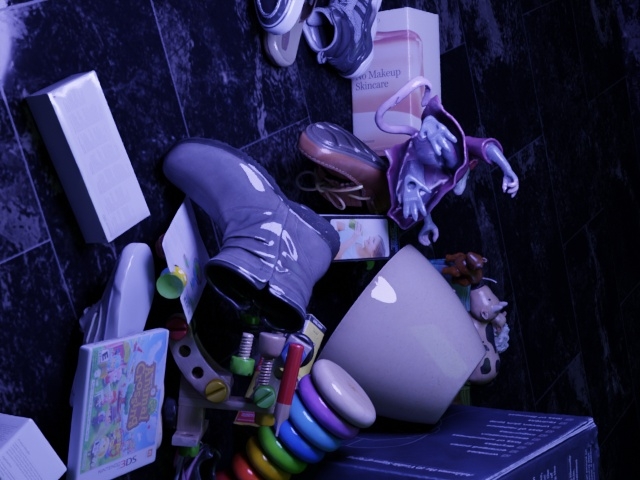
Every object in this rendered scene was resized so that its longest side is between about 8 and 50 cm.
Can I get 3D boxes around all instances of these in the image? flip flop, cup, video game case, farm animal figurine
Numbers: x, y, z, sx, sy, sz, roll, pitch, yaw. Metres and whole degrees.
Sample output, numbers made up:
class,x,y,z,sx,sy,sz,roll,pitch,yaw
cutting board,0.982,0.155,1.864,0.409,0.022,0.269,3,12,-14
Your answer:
class,x,y,z,sx,sy,sz,roll,pitch,yaw
flip flop,-0.046,-0.460,1.917,0.112,0.080,0.277,22,72,-50
cup,0.168,0.209,1.926,0.331,0.237,0.331,-50,167,-16
video game case,-0.293,0.244,1.495,0.193,0.023,0.212,-7,106,-64
farm animal figurine,0.319,0.189,2.243,0.330,0.172,0.326,-45,125,-41

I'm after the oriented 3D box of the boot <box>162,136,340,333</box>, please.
class,x,y,z,sx,sy,sz,roll,pitch,yaw
boot,-0.134,-0.016,1.615,0.338,0.118,0.222,31,40,0

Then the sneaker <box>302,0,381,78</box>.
class,x,y,z,sx,sy,sz,roll,pitch,yaw
sneaker,0.042,-0.462,2.012,0.153,0.101,0.268,6,87,-55

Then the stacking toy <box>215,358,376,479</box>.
class,x,y,z,sx,sy,sz,roll,pitch,yaw
stacking toy,-0.066,0.357,1.731,0.330,0.141,0.141,-44,136,8

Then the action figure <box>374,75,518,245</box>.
class,x,y,z,sx,sy,sz,roll,pitch,yaw
action figure,0.215,-0.147,1.982,0.275,0.248,0.370,57,21,2

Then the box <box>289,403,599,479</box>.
class,x,y,z,sx,sy,sz,roll,pitch,yaw
box,0.201,0.494,1.893,0.472,0.480,0.297,-5,94,-52

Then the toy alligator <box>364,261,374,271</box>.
class,x,y,z,sx,sy,sz,roll,pitch,yaw
toy alligator,0.118,-0.015,2.150,0.051,0.056,0.189,31,57,-2

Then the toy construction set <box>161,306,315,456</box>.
class,x,y,z,sx,sy,sz,roll,pitch,yaw
toy construction set,-0.133,0.248,1.628,0.257,0.309,0.237,12,91,-25

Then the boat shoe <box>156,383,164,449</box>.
class,x,y,z,sx,sy,sz,roll,pitch,yaw
boat shoe,-0.285,0.255,1.606,0.059,0.063,0.170,-13,100,-58

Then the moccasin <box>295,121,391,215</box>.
class,x,y,z,sx,sy,sz,roll,pitch,yaw
moccasin,0.047,-0.122,1.964,0.147,0.139,0.380,-48,161,6

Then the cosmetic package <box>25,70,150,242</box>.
class,x,y,z,sx,sy,sz,roll,pitch,yaw
cosmetic package,-0.347,-0.123,1.535,0.099,0.060,0.239,-41,121,-47

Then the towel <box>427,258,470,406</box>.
class,x,y,z,sx,sy,sz,roll,pitch,yaw
towel,0.277,0.225,2.359,0.271,0.040,0.370,-2,91,-52

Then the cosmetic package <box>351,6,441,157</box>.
class,x,y,z,sx,sy,sz,roll,pitch,yaw
cosmetic package,0.156,-0.319,2.121,0.129,0.153,0.296,-3,91,-54

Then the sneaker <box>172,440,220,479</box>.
class,x,y,z,sx,sy,sz,roll,pitch,yaw
sneaker,-0.211,0.417,1.688,0.072,0.077,0.178,20,74,-49

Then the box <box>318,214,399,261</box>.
class,x,y,z,sx,sy,sz,roll,pitch,yaw
box,0.000,0.000,1.900,0.290,0.169,0.087,-1,88,-51

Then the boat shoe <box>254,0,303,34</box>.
class,x,y,z,sx,sy,sz,roll,pitch,yaw
boat shoe,-0.094,-0.521,1.836,0.102,0.108,0.301,12,78,-52

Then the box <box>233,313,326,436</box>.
class,x,y,z,sx,sy,sz,roll,pitch,yaw
box,-0.072,0.246,1.867,0.058,0.087,0.232,46,56,-39

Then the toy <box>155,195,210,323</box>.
class,x,y,z,sx,sy,sz,roll,pitch,yaw
toy,-0.232,0.029,1.650,0.237,0.056,0.136,-91,166,-69

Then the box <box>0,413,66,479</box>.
class,x,y,z,sx,sy,sz,roll,pitch,yaw
box,-0.424,0.301,1.392,0.087,0.102,0.101,-50,126,-38

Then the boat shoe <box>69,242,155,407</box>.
class,x,y,z,sx,sy,sz,roll,pitch,yaw
boat shoe,-0.319,0.132,1.545,0.096,0.088,0.267,17,81,-70
